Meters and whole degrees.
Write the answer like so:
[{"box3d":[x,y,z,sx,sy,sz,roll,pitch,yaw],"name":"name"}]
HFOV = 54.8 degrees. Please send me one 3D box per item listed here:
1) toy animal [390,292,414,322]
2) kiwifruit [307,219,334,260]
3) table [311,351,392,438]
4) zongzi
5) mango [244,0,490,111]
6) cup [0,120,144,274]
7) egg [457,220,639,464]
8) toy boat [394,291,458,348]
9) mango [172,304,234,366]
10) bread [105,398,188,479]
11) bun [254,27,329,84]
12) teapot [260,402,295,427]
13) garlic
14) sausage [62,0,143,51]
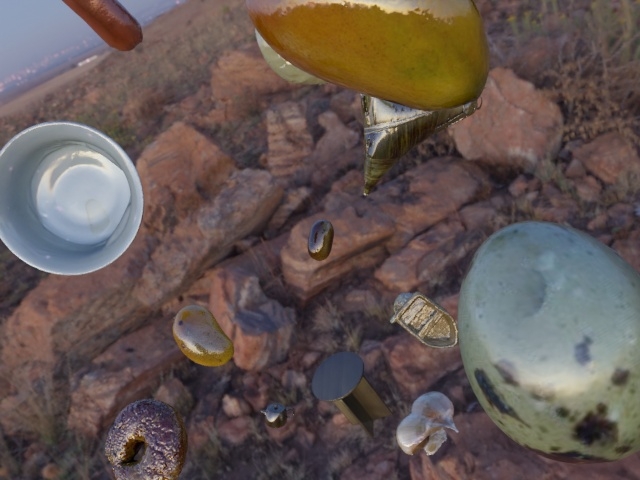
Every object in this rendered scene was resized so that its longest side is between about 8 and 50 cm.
[{"box3d":[0.294,0.231,2.098,0.098,0.098,0.137,-55,-4,-47],"name":"toy animal"},{"box3d":[0.000,0.000,1.825,0.075,0.125,0.075,10,9,-2],"name":"kiwifruit"},{"box3d":[0.101,0.458,1.788,0.167,0.227,0.167,-25,32,17],"name":"table"},{"box3d":[0.205,-0.211,1.263,0.247,0.241,0.111,0,22,6],"name":"zongzi"},{"box3d":[0.040,-0.216,0.573,0.254,0.175,0.139,28,87,20],"name":"mango"},{"box3d":[-0.573,-0.102,1.454,0.347,0.347,0.163,-25,9,1],"name":"cup"},{"box3d":[0.412,0.170,1.070,0.345,0.428,0.345,-28,-6,-3],"name":"egg"},{"box3d":[0.314,0.234,1.772,0.116,0.188,0.061,-51,3,11],"name":"toy boat"},{"box3d":[-0.302,0.246,1.560,0.115,0.178,0.090,-37,-5,-3],"name":"mango"},{"box3d":[-0.337,0.395,1.184,0.193,0.064,0.193,-9,68,23],"name":"bread"},{"box3d":[0.003,-0.583,1.669,0.364,0.364,0.202,-25,26,0],"name":"bun"},{"box3d":[-0.142,0.581,2.078,0.121,0.068,0.076,-3,17,-13],"name":"teapot"},{"box3d":[0.264,0.461,1.537,0.174,0.124,0.099,-35,-18,-29],"name":"garlic"},{"box3d":[-0.422,-0.441,1.171,0.077,0.194,0.077,-31,32,22],"name":"sausage"}]
